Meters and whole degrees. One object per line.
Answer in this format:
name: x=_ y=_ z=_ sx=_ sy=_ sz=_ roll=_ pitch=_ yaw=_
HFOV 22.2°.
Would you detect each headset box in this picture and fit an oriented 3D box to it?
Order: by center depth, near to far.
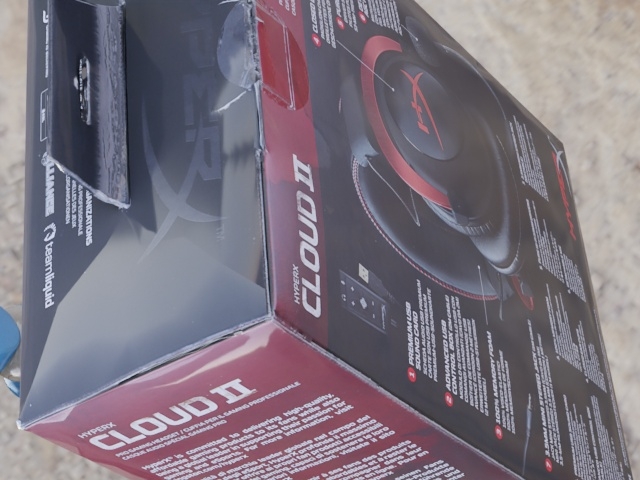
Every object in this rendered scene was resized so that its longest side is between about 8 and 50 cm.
headset box: x=0.000 y=0.000 z=0.641 sx=0.110 sy=0.293 sz=0.218 roll=-25 pitch=53 yaw=26

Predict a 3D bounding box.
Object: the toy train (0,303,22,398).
toy train: x=-0.267 y=0.133 z=1.033 sx=0.105 sy=0.143 sz=0.248 roll=49 pitch=117 yaw=25
